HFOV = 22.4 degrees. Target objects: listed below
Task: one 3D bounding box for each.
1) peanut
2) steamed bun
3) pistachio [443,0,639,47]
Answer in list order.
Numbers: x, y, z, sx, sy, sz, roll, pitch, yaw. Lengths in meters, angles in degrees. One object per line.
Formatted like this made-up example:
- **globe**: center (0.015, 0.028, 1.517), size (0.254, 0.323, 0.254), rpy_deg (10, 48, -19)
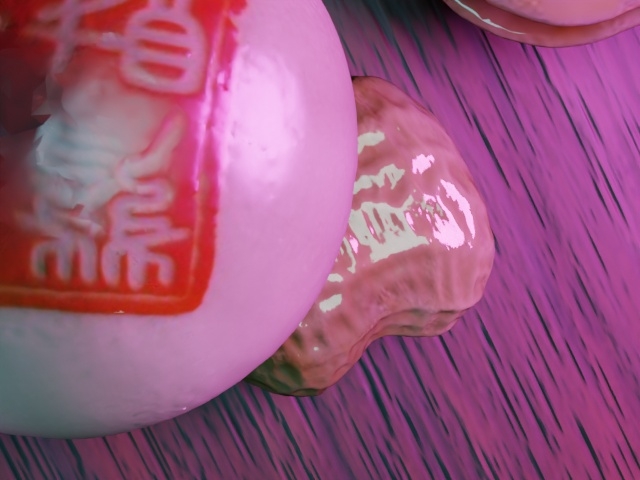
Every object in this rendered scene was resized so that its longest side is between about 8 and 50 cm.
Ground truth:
- **peanut**: center (0.000, 0.000, 1.129), size (0.233, 0.110, 0.196), rpy_deg (-29, 89, -11)
- **steamed bun**: center (-0.165, -0.066, 0.984), size (0.375, 0.241, 0.374), rpy_deg (-1, 83, 9)
- **pistachio**: center (0.177, -0.317, 1.093), size (0.446, 0.281, 0.365), rpy_deg (20, 89, 4)
